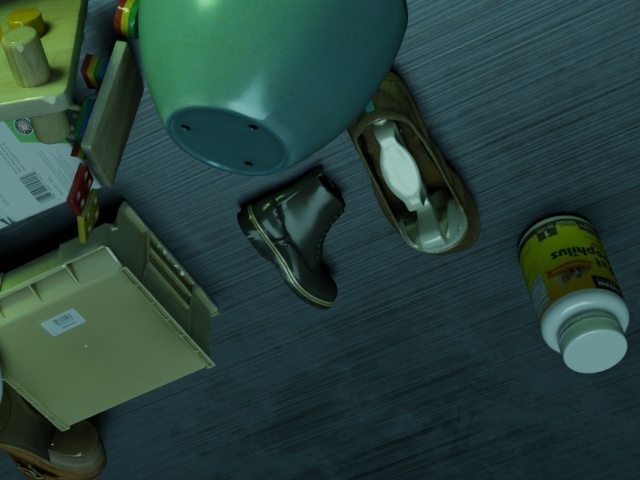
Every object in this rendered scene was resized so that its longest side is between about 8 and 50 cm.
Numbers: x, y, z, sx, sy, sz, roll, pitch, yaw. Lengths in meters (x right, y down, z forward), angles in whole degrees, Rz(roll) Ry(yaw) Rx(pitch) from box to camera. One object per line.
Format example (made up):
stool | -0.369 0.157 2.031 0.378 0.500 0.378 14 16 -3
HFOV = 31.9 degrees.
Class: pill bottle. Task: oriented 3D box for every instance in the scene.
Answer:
pill bottle | 0.344 0.073 1.511 0.117 0.215 0.117 -3 132 -4

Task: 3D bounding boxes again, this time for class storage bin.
storage bin | -0.318 0.106 1.537 0.262 0.123 0.260 -24 129 15

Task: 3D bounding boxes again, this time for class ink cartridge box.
ink cartridge box | -0.397 -0.105 1.360 0.220 0.092 0.160 -20 130 12

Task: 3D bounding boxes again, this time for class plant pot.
plant pot | -0.071 -0.184 1.180 0.290 0.195 0.290 13 156 6

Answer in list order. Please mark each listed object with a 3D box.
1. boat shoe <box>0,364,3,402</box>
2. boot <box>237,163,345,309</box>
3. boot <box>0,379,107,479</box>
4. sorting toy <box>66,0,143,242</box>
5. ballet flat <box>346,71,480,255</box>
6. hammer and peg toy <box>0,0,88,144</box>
boat shoe | -0.472 0.137 1.425 0.083 0.075 0.226 -10 112 11
boot | 0.000 0.000 1.512 0.137 0.076 0.198 -33 128 15
boot | -0.462 0.297 1.718 0.284 0.109 0.220 16 151 -2
sorting toy | -0.255 -0.139 1.288 0.046 0.274 0.132 14 164 4
ballet flat | 0.121 -0.067 1.426 0.116 0.124 0.342 -20 130 12
hammer and peg toy | -0.429 -0.182 1.175 0.362 0.265 0.127 -9 131 1
